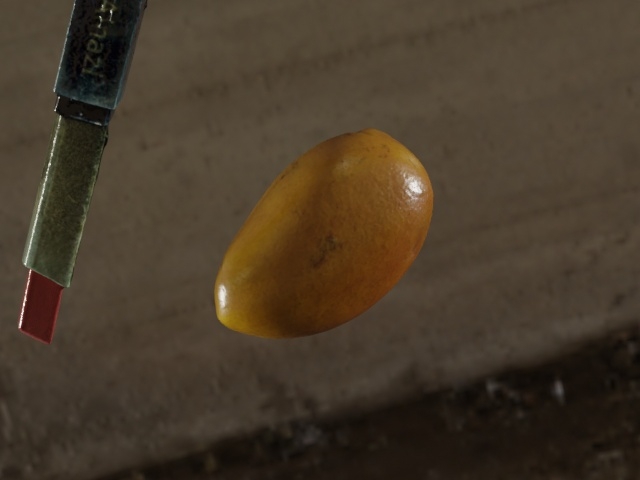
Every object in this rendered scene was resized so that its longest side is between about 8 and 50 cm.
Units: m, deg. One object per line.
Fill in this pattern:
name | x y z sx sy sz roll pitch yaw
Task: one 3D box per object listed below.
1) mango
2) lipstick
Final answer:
mango | 0.004 0.003 1.453 0.217 0.141 0.102 -36 50 -16
lipstick | -0.188 -0.059 1.328 0.051 0.312 0.051 15 19 -5
